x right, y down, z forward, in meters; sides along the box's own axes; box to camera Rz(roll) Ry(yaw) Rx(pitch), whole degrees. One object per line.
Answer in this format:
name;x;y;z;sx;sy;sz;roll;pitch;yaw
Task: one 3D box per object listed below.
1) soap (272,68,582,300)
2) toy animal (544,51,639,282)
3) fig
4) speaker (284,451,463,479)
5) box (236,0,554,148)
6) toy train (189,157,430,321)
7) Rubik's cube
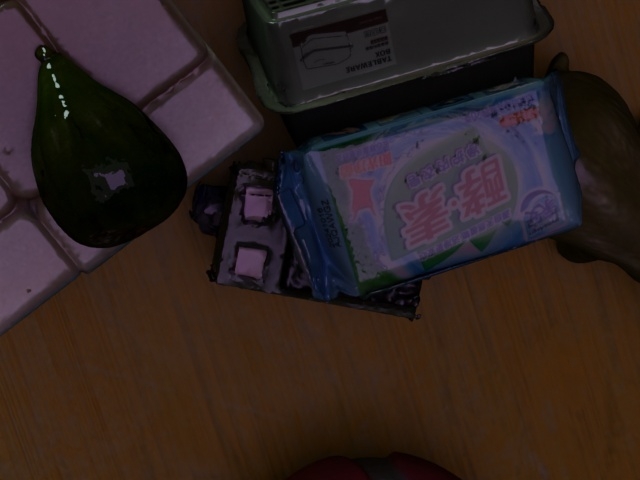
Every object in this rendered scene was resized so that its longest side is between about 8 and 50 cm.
soap;0.107;-0.050;1.620;0.293;0.077;0.156;-18;101;-4
toy animal;0.333;-0.027;1.794;0.363;0.180;0.181;31;102;-19
fig;-0.189;-0.082;1.423;0.117;0.117;0.177;-29;93;-2
speaker;0.059;0.356;1.772;0.294;0.294;0.294;-1;100;-8
box;0.065;-0.214;1.696;0.291;0.220;0.166;-16;124;-4
toy train;0.000;0.000;1.744;0.261;0.177;0.134;10;98;-10
Rubik's cube;-0.276;-0.145;1.608;0.316;0.322;0.318;-38;102;-2
